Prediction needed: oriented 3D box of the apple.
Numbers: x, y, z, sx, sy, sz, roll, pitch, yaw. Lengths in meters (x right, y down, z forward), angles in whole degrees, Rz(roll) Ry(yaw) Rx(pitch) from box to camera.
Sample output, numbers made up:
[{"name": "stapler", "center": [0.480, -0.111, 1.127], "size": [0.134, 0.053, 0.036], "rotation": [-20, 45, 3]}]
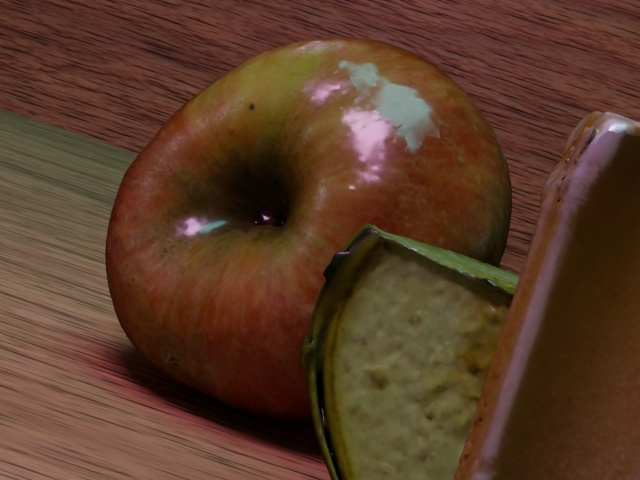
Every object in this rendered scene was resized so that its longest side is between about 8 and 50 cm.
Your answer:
[{"name": "apple", "center": [0.000, 0.000, 1.008], "size": [0.277, 0.309, 0.250], "rotation": [67, 10, 25]}]

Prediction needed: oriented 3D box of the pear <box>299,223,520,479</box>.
[{"name": "pear", "center": [0.145, 0.123, 0.830], "size": [0.286, 0.176, 0.282], "rotation": [25, 7, 21]}]

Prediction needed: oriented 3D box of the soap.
[{"name": "soap", "center": [0.108, 0.085, 0.568], "size": [0.089, 0.274, 0.173], "rotation": [19, 7, 13]}]
